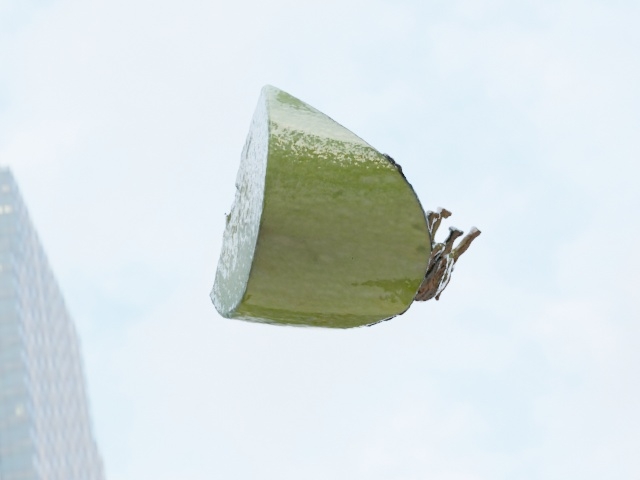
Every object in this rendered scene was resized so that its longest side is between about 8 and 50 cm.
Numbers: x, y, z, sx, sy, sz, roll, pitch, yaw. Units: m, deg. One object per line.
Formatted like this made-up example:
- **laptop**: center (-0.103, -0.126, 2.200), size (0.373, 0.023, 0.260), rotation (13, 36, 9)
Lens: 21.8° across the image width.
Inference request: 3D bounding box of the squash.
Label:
- **squash**: center (0.000, 0.000, 1.557), size (0.155, 0.204, 0.237), rotation (6, -65, -13)

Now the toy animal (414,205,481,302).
- **toy animal**: center (0.115, 0.022, 1.676), size (0.057, 0.241, 0.099), rotation (27, -82, 6)
